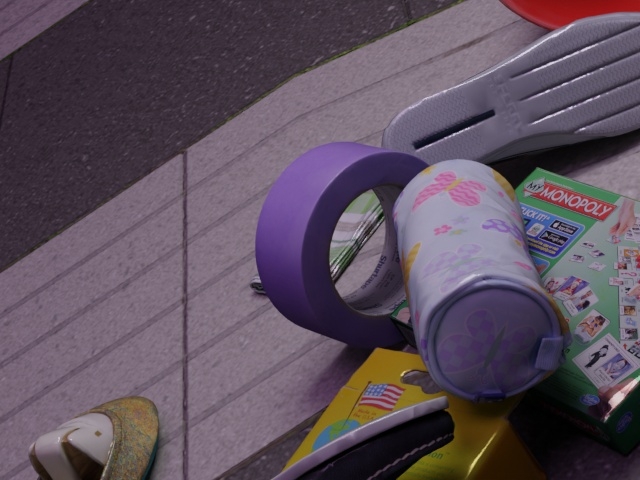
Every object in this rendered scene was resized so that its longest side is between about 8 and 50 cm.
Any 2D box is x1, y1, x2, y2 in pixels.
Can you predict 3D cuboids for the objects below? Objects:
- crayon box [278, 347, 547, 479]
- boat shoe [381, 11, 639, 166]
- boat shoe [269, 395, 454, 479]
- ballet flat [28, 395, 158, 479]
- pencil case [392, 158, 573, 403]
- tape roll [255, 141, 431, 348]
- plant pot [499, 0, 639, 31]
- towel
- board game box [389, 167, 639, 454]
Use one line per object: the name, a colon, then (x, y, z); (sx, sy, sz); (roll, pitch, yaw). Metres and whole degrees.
crayon box: (0.045, 0.237, 1.394); (0.202, 0.081, 0.318); (7, 51, 48)
boat shoe: (0.220, -0.149, 1.711); (0.335, 0.121, 0.119); (-16, 6, 8)
boat shoe: (-0.018, 0.222, 1.316); (0.302, 0.091, 0.114); (-31, -12, 10)
ballet flat: (-0.248, 0.254, 1.631); (0.123, 0.123, 0.349); (-16, 36, 30)
pencil case: (0.132, 0.027, 1.442); (0.124, 0.114, 0.273); (-4, 25, -2)
tape roll: (0.037, 0.003, 1.618); (0.189, 0.189, 0.080); (-47, 33, -18)
plant pot: (0.301, -0.392, 1.853); (0.275, 0.275, 0.243); (-22, 24, 22)
towel: (0.000, 0.000, 1.822); (0.113, 0.023, 0.152); (7, 51, 48)
board game box: (0.227, 0.051, 1.504); (0.213, 0.046, 0.317); (-43, 31, -14)
